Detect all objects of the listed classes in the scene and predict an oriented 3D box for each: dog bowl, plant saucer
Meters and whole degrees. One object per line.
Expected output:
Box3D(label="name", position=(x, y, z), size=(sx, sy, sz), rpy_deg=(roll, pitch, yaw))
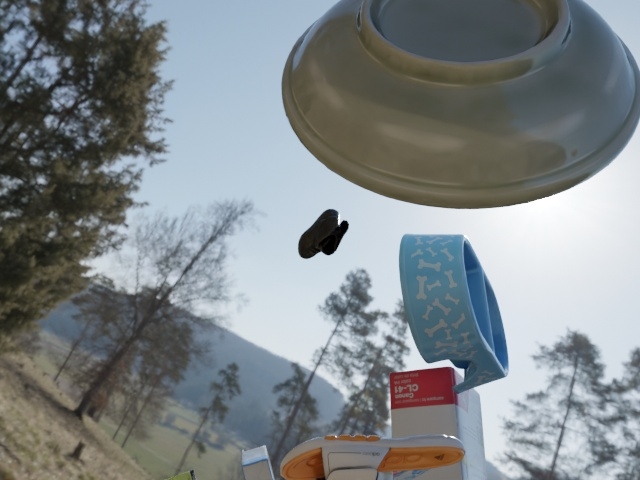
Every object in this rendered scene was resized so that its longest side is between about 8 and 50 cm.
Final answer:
Box3D(label="dog bowl", position=(0.186, 0.096, 0.750), size=(0.074, 0.166, 0.297), rpy_deg=(-13, -34, 22))
Box3D(label="plant saucer", position=(0.151, -0.213, 0.621), size=(0.400, 0.400, 0.100), rpy_deg=(19, -32, 19))

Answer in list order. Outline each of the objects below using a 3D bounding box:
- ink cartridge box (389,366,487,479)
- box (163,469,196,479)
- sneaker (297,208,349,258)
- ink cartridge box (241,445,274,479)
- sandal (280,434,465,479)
Box3D(label="ink cartridge box", position=(0.220, 0.408, 1.026), size=(0.131, 0.306, 0.226), rpy_deg=(-10, -31, 23))
Box3D(label="box", position=(-0.381, 0.572, 1.242), size=(0.087, 0.058, 0.232), rpy_deg=(-32, -21, 26))
Box3D(label="sneaker", position=(0.002, 0.001, 1.145), size=(0.051, 0.089, 0.170), rpy_deg=(21, -52, -21))
Box3D(label="ink cartridge box", position=(-0.139, 0.536, 1.292), size=(0.061, 0.104, 0.181), rpy_deg=(-14, -6, -10))
Box3D(label="sandal", position=(0.076, 0.320, 0.780), size=(0.265, 0.076, 0.102), rpy_deg=(-4, -46, -2))
